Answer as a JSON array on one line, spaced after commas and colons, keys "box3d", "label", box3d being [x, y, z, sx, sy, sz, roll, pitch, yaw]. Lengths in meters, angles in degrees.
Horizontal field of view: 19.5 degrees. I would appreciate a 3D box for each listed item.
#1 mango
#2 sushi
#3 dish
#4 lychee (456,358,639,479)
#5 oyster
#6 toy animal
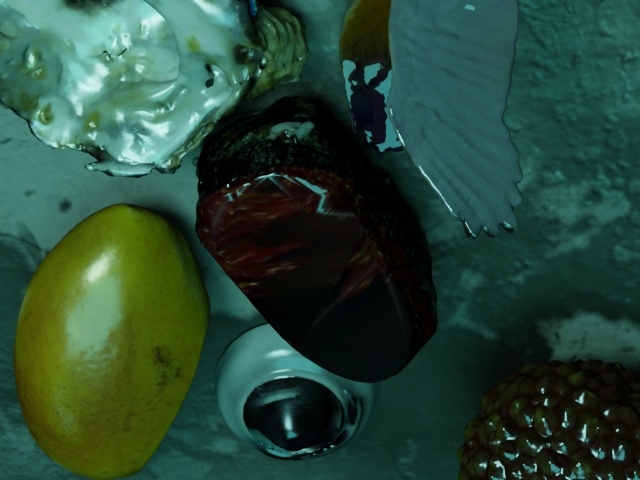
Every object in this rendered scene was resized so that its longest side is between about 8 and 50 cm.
[{"box3d": [-0.167, 0.079, 1.490, 0.154, 0.126, 0.252, 3, 125, -13], "label": "mango"}, {"box3d": [0.000, 0.000, 1.421, 0.136, 0.126, 0.225, -28, 119, 20], "label": "sushi"}, {"box3d": [-0.022, 0.145, 1.555, 0.141, 0.078, 0.141, 1, 126, 2], "label": "dish"}, {"box3d": [0.228, 0.220, 1.507, 0.236, 0.236, 0.271, -36, 99, 24], "label": "lychee"}, {"box3d": [-0.147, -0.156, 1.351, 0.214, 0.083, 0.223, -30, 113, 18], "label": "oyster"}, {"box3d": [0.145, -0.186, 1.290, 0.284, 0.225, 0.302, -23, 111, -4], "label": "toy animal"}]
